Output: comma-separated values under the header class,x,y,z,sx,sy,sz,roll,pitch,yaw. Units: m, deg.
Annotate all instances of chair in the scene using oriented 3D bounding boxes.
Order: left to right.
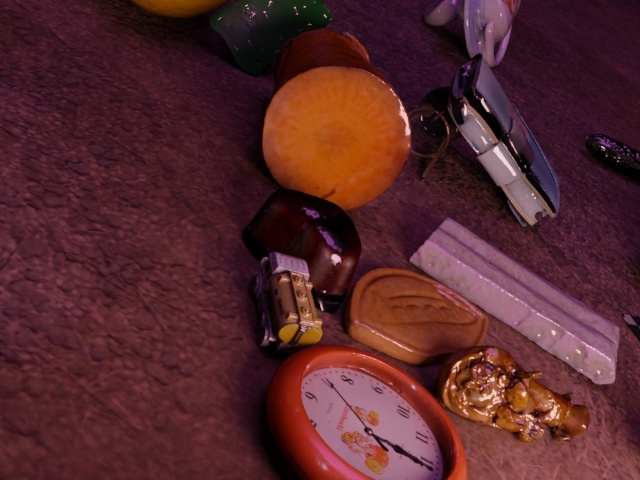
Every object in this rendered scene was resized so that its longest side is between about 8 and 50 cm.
class,x,y,z,sx,sy,sz,roll,pitch,yaw
chair,0.174,-0.185,1.450,0.095,0.104,0.221,23,30,19

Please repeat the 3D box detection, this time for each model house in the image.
class,x,y,z,sx,sy,sz,roll,pitch,yaw
model house,-0.080,-0.341,1.409,0.117,0.167,0.088,53,-3,-16

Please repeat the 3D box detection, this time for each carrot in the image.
class,x,y,z,sx,sy,sz,roll,pitch,yaw
carrot,0.021,-0.179,1.222,0.196,0.196,0.254,24,27,-12

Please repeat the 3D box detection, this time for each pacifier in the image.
class,x,y,z,sx,sy,sz,roll,pitch,yaw
pacifier,0.321,-0.491,1.981,0.207,0.227,0.279,7,44,24

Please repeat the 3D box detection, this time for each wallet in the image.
class,x,y,z,sx,sy,sz,roll,pitch,yaw
wallet,0.291,-0.158,1.429,0.250,0.075,0.176,53,29,-18

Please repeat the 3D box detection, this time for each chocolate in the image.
class,x,y,z,sx,sy,sz,roll,pitch,yaw
chocolate,0.000,0.000,1.034,0.125,0.080,0.148,-11,49,-49

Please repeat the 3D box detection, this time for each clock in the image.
class,x,y,z,sx,sy,sz,roll,pitch,yaw
clock,0.043,0.178,0.839,0.205,0.051,0.205,23,30,-14

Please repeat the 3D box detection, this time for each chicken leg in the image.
class,x,y,z,sx,sy,sz,roll,pitch,yaw
chicken leg,0.219,0.171,0.976,0.207,0.085,0.101,23,-12,-27

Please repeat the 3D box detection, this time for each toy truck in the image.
class,x,y,z,sx,sy,sz,roll,pitch,yaw
toy truck,-0.033,0.064,0.926,0.052,0.063,0.123,16,34,-24

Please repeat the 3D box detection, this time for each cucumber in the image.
class,x,y,z,sx,sy,sz,roll,pitch,yaw
cucumber,0.638,-0.154,1.845,0.245,0.067,0.067,18,33,-17

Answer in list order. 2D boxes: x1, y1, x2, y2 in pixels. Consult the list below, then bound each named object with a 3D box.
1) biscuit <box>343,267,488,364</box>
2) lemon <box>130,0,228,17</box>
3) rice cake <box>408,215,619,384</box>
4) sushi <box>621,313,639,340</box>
class,x,y,z,sx,sy,sz,roll,pitch,yaw
biscuit,0.112,0.085,1.058,0.221,0.029,0.142,5,39,-36
lemon,-0.207,-0.461,1.351,0.260,0.260,0.284,26,55,-8
rice cake,0.261,0.073,1.187,0.298,0.050,0.106,33,30,4
sushi,0.651,0.231,1.291,0.343,0.064,0.359,11,37,-31
